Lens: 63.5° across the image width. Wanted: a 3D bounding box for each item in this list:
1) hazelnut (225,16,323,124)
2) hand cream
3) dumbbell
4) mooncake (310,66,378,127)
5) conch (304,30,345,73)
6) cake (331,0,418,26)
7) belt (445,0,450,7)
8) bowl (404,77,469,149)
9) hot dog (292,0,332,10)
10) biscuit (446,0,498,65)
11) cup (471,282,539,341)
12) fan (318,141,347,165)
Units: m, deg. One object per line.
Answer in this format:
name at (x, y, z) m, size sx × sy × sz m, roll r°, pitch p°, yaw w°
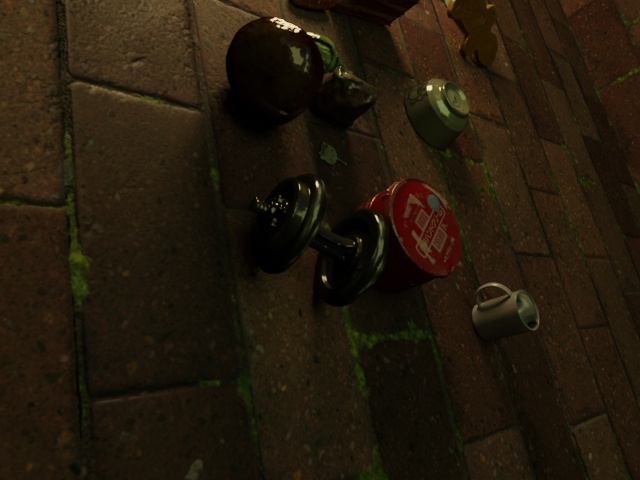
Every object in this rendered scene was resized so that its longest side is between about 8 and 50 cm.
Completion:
hazelnut at (-0.086, -0.335, 1.031) m, size 0.208 × 0.208 × 0.208 m, roll 20°, pitch 57°, yaw -34°
hand cream at (0.178, -0.007, 1.116) m, size 0.230 × 0.149 × 0.230 m, roll 19°, pitch 60°, yaw -36°
dumbbell at (0.000, 0.000, 0.917) m, size 0.289 × 0.192 × 0.192 m, roll 28°, pitch 53°, yaw -28°
mooncake at (0.054, -0.321, 1.178) m, size 0.129 × 0.125 × 0.073 m, roll 17°, pitch 63°, yaw -32°
conch at (-0.024, -0.435, 1.204) m, size 0.200 × 0.079 × 0.095 m, roll 1°, pitch 81°, yaw -24°
cake at (0.146, -0.672, 1.421) m, size 0.262 × 0.158 × 0.160 m, roll 31°, pitch 55°, yaw -29°
belt at (0.525, -0.880, 1.893) m, size 0.058 × 0.140 × 0.105 m, roll -11°, pitch 121°, yaw -46°
bowl at (0.350, -0.381, 1.489) m, size 0.211 × 0.112 × 0.212 m, roll 19°, pitch 56°, yaw -32°
hot dog at (-0.024, -0.624, 1.325) m, size 0.144 × 0.038 × 0.062 m, roll -16°, pitch 81°, yaw -45°
biscuit at (0.547, -0.762, 1.840) m, size 0.339 × 0.047 × 0.216 m, roll 38°, pitch 83°, yaw -44°
cup at (0.450, 0.170, 1.279) m, size 0.099 × 0.133 × 0.136 m, roll -2°, pitch 70°, yaw -42°
fan at (0.029, -0.190, 1.175) m, size 0.083 × 0.004 × 0.056 m, roll 28°, pitch 53°, yaw -30°
